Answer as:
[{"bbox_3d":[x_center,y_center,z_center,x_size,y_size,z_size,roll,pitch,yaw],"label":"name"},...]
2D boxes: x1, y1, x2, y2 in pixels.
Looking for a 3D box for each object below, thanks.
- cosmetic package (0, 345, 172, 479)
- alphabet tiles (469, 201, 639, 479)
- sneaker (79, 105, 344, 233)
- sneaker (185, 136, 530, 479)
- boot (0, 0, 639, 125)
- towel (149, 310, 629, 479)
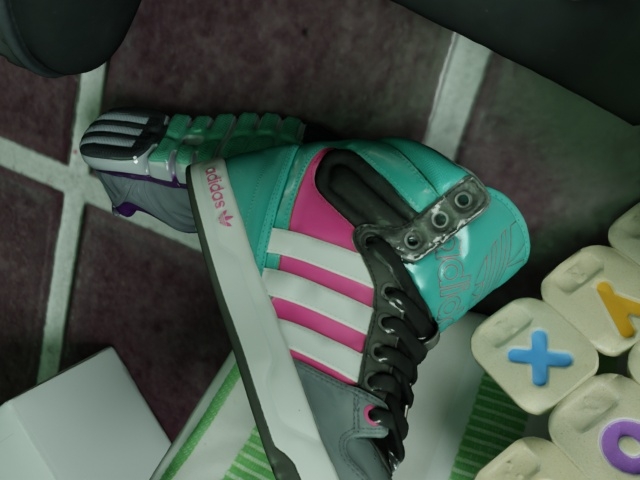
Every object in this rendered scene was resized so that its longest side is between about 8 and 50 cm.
[{"bbox_3d":[-0.244,0.257,0.655,0.224,0.138,0.224,-34,86,26],"label":"cosmetic package"},{"bbox_3d":[0.224,0.095,0.364,0.284,0.021,0.278,-36,47,-7],"label":"alphabet tiles"},{"bbox_3d":[-0.072,-0.044,0.559,0.224,0.083,0.098,11,140,13],"label":"sneaker"},{"bbox_3d":[0.044,0.051,0.399,0.179,0.123,0.295,-19,60,-6],"label":"sneaker"},{"bbox_3d":[0.009,-0.184,0.439,0.446,0.146,0.367,19,143,1],"label":"boot"},{"bbox_3d":[0.074,0.132,0.438,0.325,0.247,0.038,11,136,21],"label":"towel"}]
